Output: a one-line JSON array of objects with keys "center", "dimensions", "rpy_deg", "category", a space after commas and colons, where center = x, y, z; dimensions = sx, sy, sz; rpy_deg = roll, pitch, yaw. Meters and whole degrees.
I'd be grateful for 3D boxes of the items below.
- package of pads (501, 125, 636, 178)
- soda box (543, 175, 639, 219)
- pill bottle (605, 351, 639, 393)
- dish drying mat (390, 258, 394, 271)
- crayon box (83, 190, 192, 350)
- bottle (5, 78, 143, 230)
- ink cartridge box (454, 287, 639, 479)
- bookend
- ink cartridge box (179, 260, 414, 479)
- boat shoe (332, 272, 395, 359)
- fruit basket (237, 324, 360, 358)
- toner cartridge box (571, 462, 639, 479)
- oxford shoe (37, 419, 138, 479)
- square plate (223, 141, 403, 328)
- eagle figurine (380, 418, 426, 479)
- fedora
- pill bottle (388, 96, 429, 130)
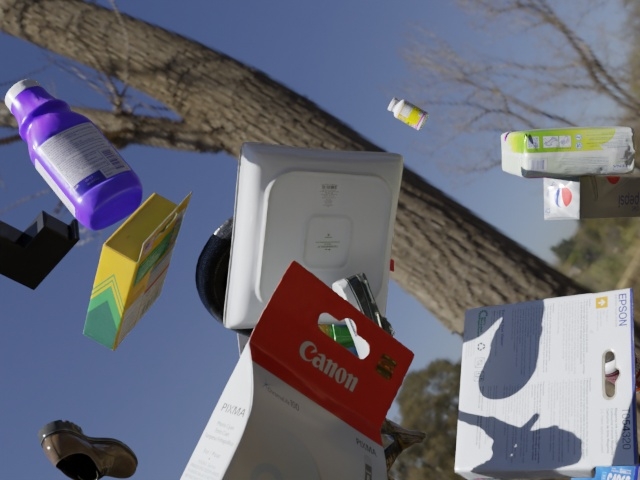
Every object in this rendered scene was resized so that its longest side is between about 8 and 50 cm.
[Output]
[{"center": [0.515, -0.186, 1.854], "dimensions": [0.296, 0.229, 0.101], "rpy_deg": [-67, -25, -81], "category": "package of pads"}, {"center": [0.613, -0.096, 1.974], "dimensions": [0.286, 0.091, 0.098], "rpy_deg": [-2, -88, -44], "category": "soda box"}, {"center": [0.645, 0.265, 1.918], "dimensions": [0.086, 0.152, 0.086], "rpy_deg": [-40, 30, 29], "category": "pill bottle"}, {"center": [0.135, 0.045, 2.018], "dimensions": [0.008, 0.083, 0.032], "rpy_deg": [-32, 45, 43], "category": "dish drying mat"}, {"center": [-0.377, 0.047, 1.813], "dimensions": [0.203, 0.083, 0.323], "rpy_deg": [-57, -6, -50], "category": "crayon box"}, {"center": [-0.410, -0.147, 1.440], "dimensions": [0.118, 0.283, 0.092], "rpy_deg": [-33, -20, -31], "category": "bottle"}, {"center": [0.408, 0.261, 1.584], "dimensions": [0.071, 0.330, 0.324], "rpy_deg": [41, -131, -44], "category": "ink cartridge box"}, {"center": [-0.595, -0.004, 1.769], "dimensions": [0.157, 0.072, 0.156], "rpy_deg": [33, -70, -36], "category": "bookend"}, {"center": [-0.001, 0.269, 1.230], "dimensions": [0.308, 0.091, 0.385], "rpy_deg": [39, -112, -35], "category": "ink cartridge box"}, {"center": [0.096, 0.163, 1.582], "dimensions": [0.070, 0.219, 0.078], "rpy_deg": [-20, -8, -17], "category": "boat shoe"}, {"center": [-0.058, 0.188, 2.365], "dimensions": [0.352, 0.327, 0.165], "rpy_deg": [7, -28, -30], "category": "fruit basket"}, {"center": [0.728, 0.559, 2.054], "dimensions": [0.348, 0.165, 0.075], "rpy_deg": [120, 164, -78], "category": "toner cartridge box"}, {"center": [-0.407, 0.401, 1.577], "dimensions": [0.083, 0.096, 0.227], "rpy_deg": [-42, -39, 10], "category": "oxford shoe"}, {"center": [0.000, 0.000, 1.650], "dimensions": [0.347, 0.049, 0.344], "rpy_deg": [1, -79, -28], "category": "square plate"}, {"center": [0.071, 0.441, 1.485], "dimensions": [0.226, 0.225, 0.298], "rpy_deg": [56, -124, -79], "category": "eagle figurine"}, {"center": [-0.090, 0.037, 1.794], "dimensions": [0.153, 0.333, 0.334], "rpy_deg": [-91, 20, -59], "category": "fedora"}, {"center": [0.188, -0.274, 1.899], "dimensions": [0.043, 0.083, 0.043], "rpy_deg": [-58, -7, -11], "category": "pill bottle"}]
